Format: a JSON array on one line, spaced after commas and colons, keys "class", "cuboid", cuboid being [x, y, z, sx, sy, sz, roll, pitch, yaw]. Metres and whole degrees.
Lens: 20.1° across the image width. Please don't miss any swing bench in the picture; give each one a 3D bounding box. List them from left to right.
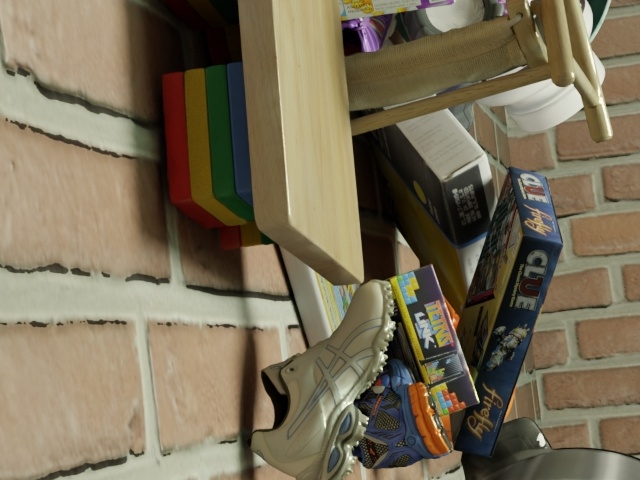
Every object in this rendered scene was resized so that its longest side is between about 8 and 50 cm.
[{"class": "swing bench", "cuboid": [0.083, -0.190, 1.499, 0.165, 0.253, 0.254, 36, 42, -65]}]

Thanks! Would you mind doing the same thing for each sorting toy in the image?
[{"class": "sorting toy", "cuboid": [-0.045, -0.108, 1.290, 0.255, 0.089, 0.257, 40, 44, -74]}]

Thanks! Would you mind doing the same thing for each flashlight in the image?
[{"class": "flashlight", "cuboid": [0.131, -0.198, 1.969, 0.304, 0.103, 0.103, 101, -4, -75]}]

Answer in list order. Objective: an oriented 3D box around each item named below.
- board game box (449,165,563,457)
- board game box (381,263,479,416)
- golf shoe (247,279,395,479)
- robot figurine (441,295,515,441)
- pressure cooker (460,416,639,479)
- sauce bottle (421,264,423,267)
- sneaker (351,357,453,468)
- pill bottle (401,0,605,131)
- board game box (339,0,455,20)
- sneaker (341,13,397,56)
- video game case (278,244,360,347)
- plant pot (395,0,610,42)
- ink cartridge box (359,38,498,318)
[{"class": "board game box", "cuboid": [0.179, 0.069, 1.798, 0.165, 0.042, 0.243, -89, -167, -64]}, {"class": "board game box", "cuboid": [0.096, 0.102, 1.772, 0.170, 0.048, 0.141, 149, -77, -80]}, {"class": "golf shoe", "cuboid": [0.002, 0.096, 1.342, 0.069, 0.086, 0.176, 114, -4, -58]}, {"class": "robot figurine", "cuboid": [0.165, 0.158, 2.091, 0.128, 0.158, 0.219, -54, 180, 16]}, {"class": "pressure cooker", "cuboid": [0.256, 0.391, 1.817, 0.420, 0.375, 0.370, 1, 108, -79]}, {"class": "sauce bottle", "cuboid": [0.149, 0.001, 2.318, 0.042, 0.042, 0.128, 60, 27, -63]}, {"class": "sneaker", "cuboid": [0.057, 0.164, 1.680, 0.221, 0.087, 0.083, -176, -114, -85]}, {"class": "pill bottle", "cuboid": [0.192, -0.284, 2.091, 0.323, 0.181, 0.181, 50, 26, -23]}, {"class": "board game box", "cuboid": [0.041, -0.369, 1.748, 0.275, 0.142, 0.144, 72, 15, -44]}, {"class": "sneaker", "cuboid": [0.040, -0.221, 1.853, 0.071, 0.068, 0.170, 56, 29, -55]}, {"class": "video game case", "cuboid": [0.000, 0.000, 1.618, 0.206, 0.026, 0.227, -84, 164, -49]}, {"class": "plant pot", "cuboid": [0.199, -0.347, 2.282, 0.196, 0.293, 0.293, -141, -142, -67]}, {"class": "ink cartridge box", "cuboid": [0.108, -0.075, 1.988, 0.307, 0.072, 0.303, 53, -10, 40]}]
